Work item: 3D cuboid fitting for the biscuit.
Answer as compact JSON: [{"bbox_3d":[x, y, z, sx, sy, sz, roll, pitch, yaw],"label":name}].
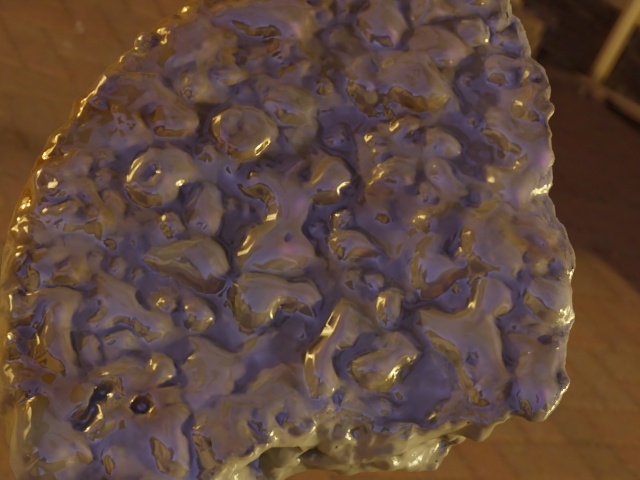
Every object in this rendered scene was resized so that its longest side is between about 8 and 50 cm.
[{"bbox_3d":[0.000,0.000,0.491,0.188,0.040,0.265,37,67,8],"label":"biscuit"}]
